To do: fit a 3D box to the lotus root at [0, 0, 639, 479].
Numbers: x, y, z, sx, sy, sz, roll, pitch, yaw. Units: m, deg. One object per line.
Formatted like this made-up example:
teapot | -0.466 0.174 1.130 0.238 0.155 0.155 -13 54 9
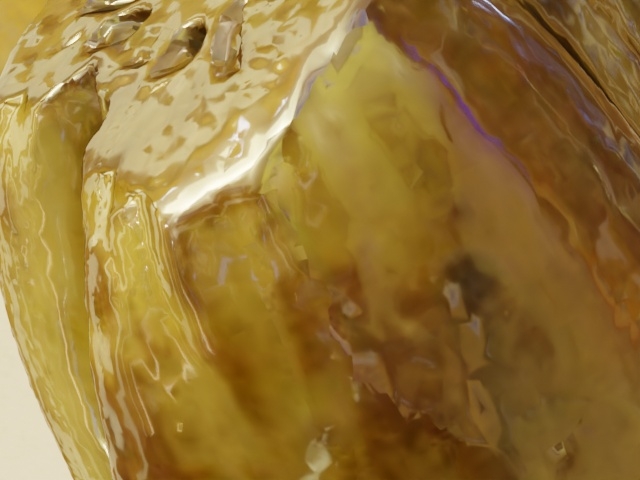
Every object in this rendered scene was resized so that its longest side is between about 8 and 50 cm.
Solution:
lotus root | 0.000 0.000 0.665 0.316 0.316 0.250 -41 -62 -26
